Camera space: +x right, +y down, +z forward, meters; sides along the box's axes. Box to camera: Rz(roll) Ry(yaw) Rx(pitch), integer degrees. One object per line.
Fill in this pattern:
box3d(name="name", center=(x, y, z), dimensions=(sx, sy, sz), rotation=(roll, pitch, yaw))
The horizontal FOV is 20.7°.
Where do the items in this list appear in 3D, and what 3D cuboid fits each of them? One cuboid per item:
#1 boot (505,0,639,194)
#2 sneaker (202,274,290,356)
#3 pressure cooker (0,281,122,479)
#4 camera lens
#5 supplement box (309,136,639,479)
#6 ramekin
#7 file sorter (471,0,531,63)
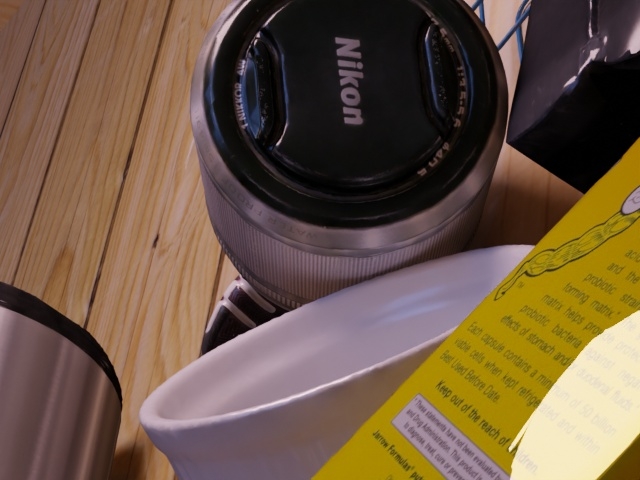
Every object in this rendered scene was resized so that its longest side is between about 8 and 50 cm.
box3d(name="boot", center=(0.276, -0.289, 1.198), dimensions=(0.367, 0.146, 0.445), rotation=(-49, 20, 48))
box3d(name="sneaker", center=(0.000, 0.000, 1.562), dimensions=(0.281, 0.106, 0.162), rotation=(-47, 19, 9))
box3d(name="pressure cooker", center=(-0.401, 0.284, 1.695), dimensions=(0.370, 0.376, 0.420), rotation=(113, 168, -51))
box3d(name="camera lens", center=(0.020, -0.066, 1.298), dimensions=(0.274, 0.219, 0.219), rotation=(90, -159, -73))
box3d(name="supplement box", center=(0.169, 0.104, 0.780), dimensions=(0.356, 0.194, 0.195), rotation=(-45, 21, -2))
box3d(name="ramekin", center=(0.038, 0.115, 1.104), dimensions=(0.277, 0.135, 0.277), rotation=(-21, 8, 3))
box3d(name="file sorter", center=(0.129, -0.227, 1.433), dimensions=(0.104, 0.170, 0.118), rotation=(-51, 23, 35))
